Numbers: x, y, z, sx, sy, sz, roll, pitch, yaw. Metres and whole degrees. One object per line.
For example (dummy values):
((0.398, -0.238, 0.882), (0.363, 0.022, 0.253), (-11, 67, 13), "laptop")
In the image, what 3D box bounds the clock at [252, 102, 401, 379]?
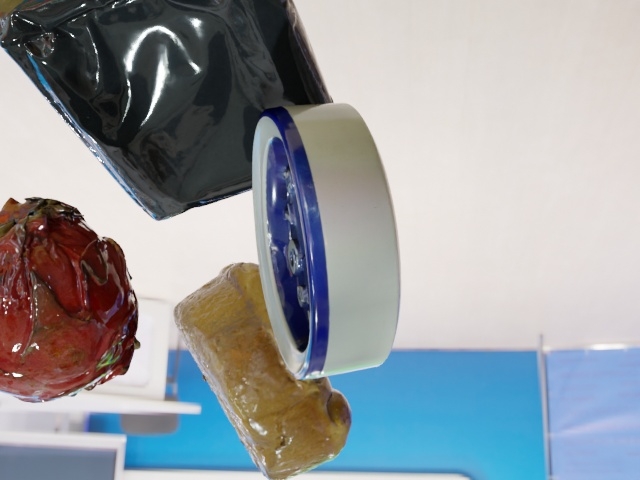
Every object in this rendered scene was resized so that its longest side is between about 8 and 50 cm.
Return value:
((0.000, 0.000, 0.846), (0.083, 0.231, 0.230), (-5, 163, -14), "clock")

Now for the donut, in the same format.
((-0.081, 0.180, 1.387), (0.150, 0.299, 0.317), (-30, -171, -13), "donut")

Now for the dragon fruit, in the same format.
((-0.248, 0.055, 0.882), (0.172, 0.172, 0.210), (-3, 132, 14), "dragon fruit")

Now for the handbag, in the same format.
((-0.122, -0.185, 0.963), (0.275, 0.178, 0.302), (-19, 141, 9), "handbag")
